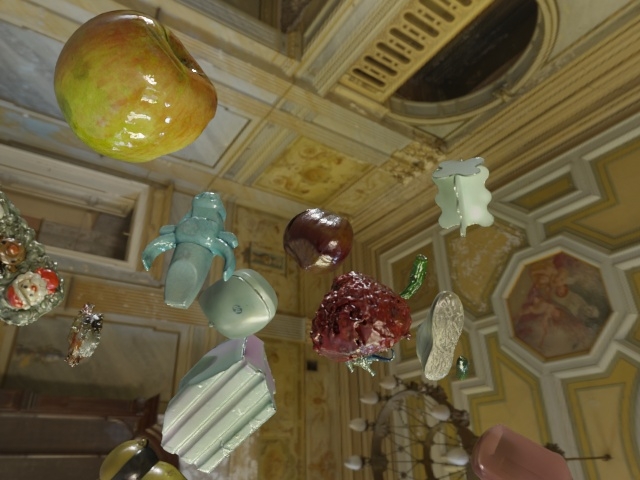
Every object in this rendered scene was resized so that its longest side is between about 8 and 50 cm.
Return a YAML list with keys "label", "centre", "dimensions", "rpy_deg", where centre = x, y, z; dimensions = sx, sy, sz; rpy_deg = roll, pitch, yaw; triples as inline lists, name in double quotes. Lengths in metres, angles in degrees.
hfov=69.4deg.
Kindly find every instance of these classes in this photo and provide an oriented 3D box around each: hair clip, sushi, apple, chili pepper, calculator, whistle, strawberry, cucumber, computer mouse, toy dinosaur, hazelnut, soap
- label: "hair clip"
  centre: [-0.591, 0.002, 0.840]
  dimensions: [0.138, 0.321, 0.091]
  rpy_deg: [-40, -162, -34]
- label: "sushi"
  centre: [-0.759, 0.293, 1.494]
  dimensions: [0.097, 0.103, 0.226]
  rpy_deg: [110, -23, -45]
- label: "apple"
  centre: [-0.316, -0.251, 0.793]
  dimensions: [0.226, 0.246, 0.246]
  rpy_deg: [-35, -138, 11]
- label: "chili pepper"
  centre: [0.320, 0.134, 1.603]
  dimensions: [0.050, 0.073, 0.182]
  rpy_deg: [34, -79, 40]
- label: "calculator"
  centre: [0.458, 0.511, 1.043]
  dimensions: [0.220, 0.329, 0.048]
  rpy_deg: [24, -80, 27]
- label: "whistle"
  centre: [-0.255, 0.011, 0.956]
  dimensions: [0.093, 0.186, 0.274]
  rpy_deg: [87, 12, -57]
- label: "strawberry"
  centre: [0.092, 0.184, 1.155]
  dimensions: [0.274, 0.274, 0.221]
  rpy_deg: [-36, -113, 47]
- label: "cucumber"
  centre: [0.388, 0.350, 1.261]
  dimensions: [0.037, 0.155, 0.037]
  rpy_deg: [-8, -127, 10]
- label: "computer mouse"
  centre: [-0.217, 0.171, 1.134]
  dimensions: [0.288, 0.159, 0.097]
  rpy_deg: [-34, -171, 41]
- label: "toy dinosaur"
  centre: [0.147, 0.442, 1.747]
  dimensions: [0.362, 0.147, 0.076]
  rpy_deg: [-4, -137, 43]
- label: "hazelnut"
  centre: [0.000, 0.000, 1.490]
  dimensions: [0.251, 0.217, 0.217]
  rpy_deg: [8, -96, 54]
- label: "soap"
  centre: [-0.311, 0.501, 1.445]
  dimensions: [0.446, 0.261, 0.156]
  rpy_deg: [-47, -166, 19]

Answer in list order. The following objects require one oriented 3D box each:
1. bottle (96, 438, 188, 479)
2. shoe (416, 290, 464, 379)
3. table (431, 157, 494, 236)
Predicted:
- label: "bottle"
  centre: [-0.424, 0.678, 1.202]
  dimensions: [0.351, 0.171, 0.172]
  rpy_deg: [42, -57, 8]
- label: "shoe"
  centre: [0.401, 0.318, 1.629]
  dimensions: [0.159, 0.124, 0.317]
  rpy_deg: [-142, -119, -75]
- label: "table"
  centre: [0.425, -0.126, 1.381]
  dimensions: [0.166, 0.166, 0.199]
  rpy_deg: [33, -36, 58]
